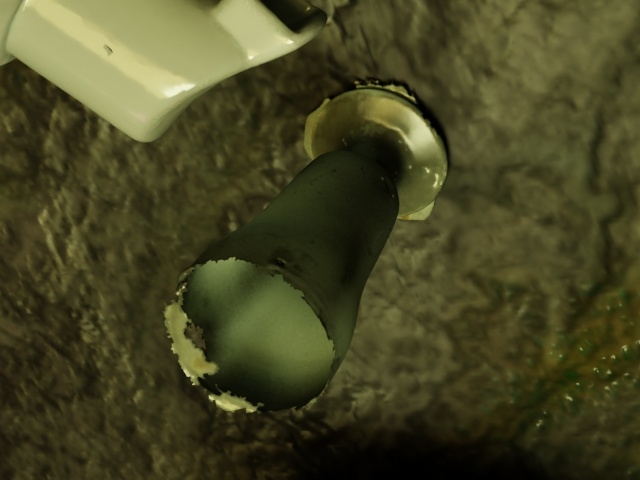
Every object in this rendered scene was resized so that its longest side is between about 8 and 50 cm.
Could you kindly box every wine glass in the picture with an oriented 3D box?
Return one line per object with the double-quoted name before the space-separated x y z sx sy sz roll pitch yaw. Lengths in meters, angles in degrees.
"wine glass" 0.000 0.000 0.712 0.072 0.155 0.072 11 124 17

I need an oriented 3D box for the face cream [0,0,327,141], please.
"face cream" -0.175 -0.152 0.700 0.369 0.145 0.145 36 128 1
